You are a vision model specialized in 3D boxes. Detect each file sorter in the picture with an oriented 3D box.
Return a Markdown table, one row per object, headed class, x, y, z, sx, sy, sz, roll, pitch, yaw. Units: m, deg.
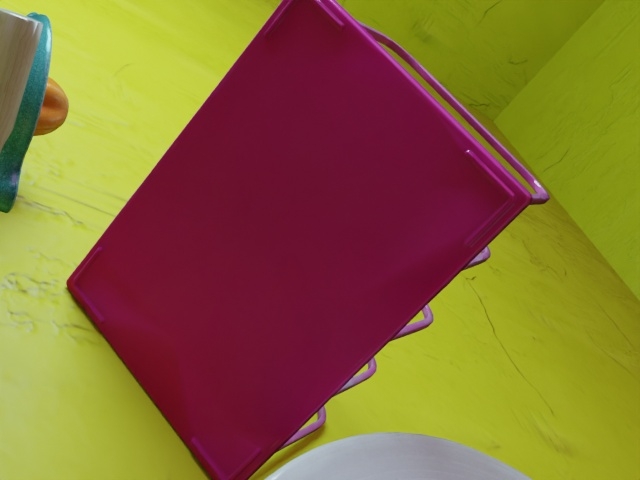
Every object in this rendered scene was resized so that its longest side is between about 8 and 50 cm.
| class | x | y | z | sx | sy | sz | roll | pitch | yaw |
| --- | --- | --- | --- | --- | --- | --- | --- | --- | --- |
| file sorter | 0.000 | 0.000 | 0.591 | 0.202 | 0.291 | 0.182 | 48 | 21 | 16 |

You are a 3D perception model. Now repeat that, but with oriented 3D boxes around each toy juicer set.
| class | x | y | z | sx | sy | sz | roll | pitch | yaw |
| --- | --- | --- | --- | --- | --- | --- | --- | --- | --- |
| toy juicer set | -0.222 | -0.138 | 0.583 | 0.089 | 0.209 | 0.329 | 14 | 34 | -33 |

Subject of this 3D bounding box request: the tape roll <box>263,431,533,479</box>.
| class | x | y | z | sx | sy | sz | roll | pitch | yaw |
| --- | --- | --- | --- | --- | --- | --- | --- | --- | --- |
| tape roll | 0.079 | 0.277 | 0.350 | 0.392 | 0.072 | 0.392 | 26 | 37 | -22 |
